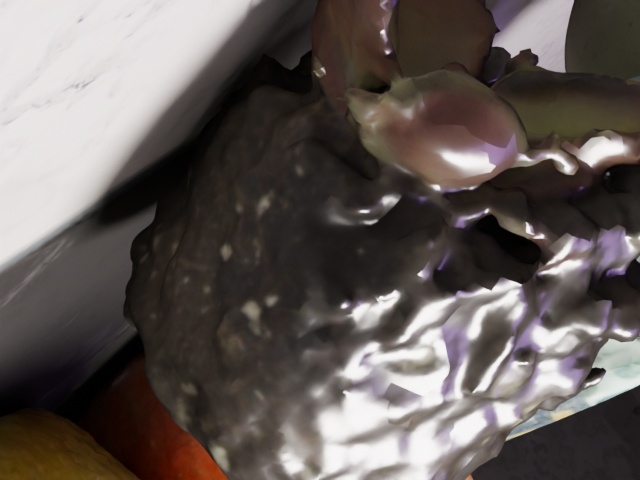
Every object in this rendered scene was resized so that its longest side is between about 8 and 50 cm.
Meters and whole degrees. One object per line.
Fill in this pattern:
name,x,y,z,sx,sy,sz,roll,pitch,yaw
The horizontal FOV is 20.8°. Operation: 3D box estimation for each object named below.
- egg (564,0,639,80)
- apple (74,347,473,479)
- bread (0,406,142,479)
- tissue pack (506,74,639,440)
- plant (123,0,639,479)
egg,0.268,-0.156,1.113,0.253,0.188,0.188,-41,175,23
apple,-0.055,0.186,1.115,0.163,0.251,0.293,-45,178,-33
bread,-0.201,0.260,0.899,0.398,0.215,0.398,-42,173,-7
tissue pack,0.113,0.012,0.960,0.228,0.128,0.311,-25,-175,28
plant,0.034,-0.010,0.703,0.234,0.204,0.178,-58,-152,19
